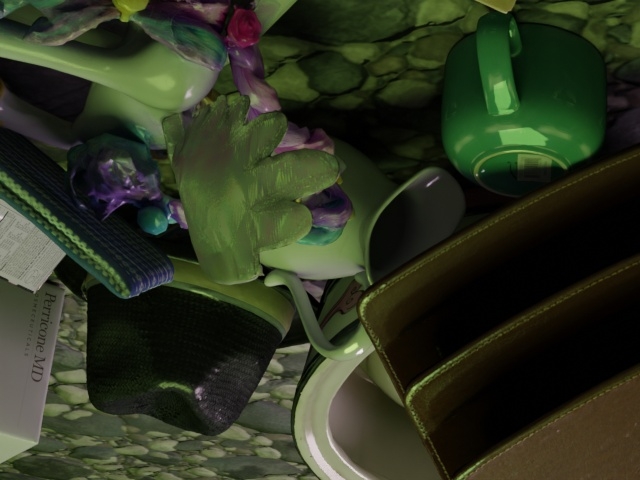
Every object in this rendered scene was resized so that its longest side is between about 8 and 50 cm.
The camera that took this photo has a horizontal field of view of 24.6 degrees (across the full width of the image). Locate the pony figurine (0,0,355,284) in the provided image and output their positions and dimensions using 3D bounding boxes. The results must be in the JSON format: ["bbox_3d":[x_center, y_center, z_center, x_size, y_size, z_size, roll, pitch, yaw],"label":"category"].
[{"bbox_3d":[-0.100,-0.123,1.004,0.363,0.303,0.351,25,162,-9],"label":"pony figurine"}]

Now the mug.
[{"bbox_3d":[0.148,-0.098,1.146,0.157,0.097,0.129,22,150,-31],"label":"mug"}]

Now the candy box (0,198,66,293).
[{"bbox_3d":[-0.324,-0.048,1.241,0.159,0.071,0.233,37,177,22],"label":"candy box"}]

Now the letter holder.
[{"bbox_3d":[0.207,0.078,1.130,0.301,0.152,0.214,-27,128,0],"label":"letter holder"}]

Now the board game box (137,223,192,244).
[{"bbox_3d":[-0.107,-0.003,1.475,0.103,0.026,0.154,24,149,-32],"label":"board game box"}]

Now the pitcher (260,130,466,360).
[{"bbox_3d":[0.000,0.000,1.242,0.207,0.178,0.125,19,168,46],"label":"pitcher"}]

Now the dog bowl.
[{"bbox_3d":[0.173,0.111,1.413,0.407,0.150,0.408,-1,140,-1],"label":"dog bowl"}]

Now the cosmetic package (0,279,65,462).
[{"bbox_3d":[-0.480,0.103,1.579,0.365,0.197,0.155,19,150,-29],"label":"cosmetic package"}]

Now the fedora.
[{"bbox_3d":[-0.148,0.114,1.520,0.334,0.153,0.334,11,164,3],"label":"fedora"}]

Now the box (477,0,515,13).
[{"bbox_3d":[0.059,-0.242,0.837,0.201,0.164,0.021,19,-166,-24],"label":"box"}]

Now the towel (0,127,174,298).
[{"bbox_3d":[-0.224,-0.036,1.152,0.243,0.040,0.336,39,180,-1],"label":"towel"}]
